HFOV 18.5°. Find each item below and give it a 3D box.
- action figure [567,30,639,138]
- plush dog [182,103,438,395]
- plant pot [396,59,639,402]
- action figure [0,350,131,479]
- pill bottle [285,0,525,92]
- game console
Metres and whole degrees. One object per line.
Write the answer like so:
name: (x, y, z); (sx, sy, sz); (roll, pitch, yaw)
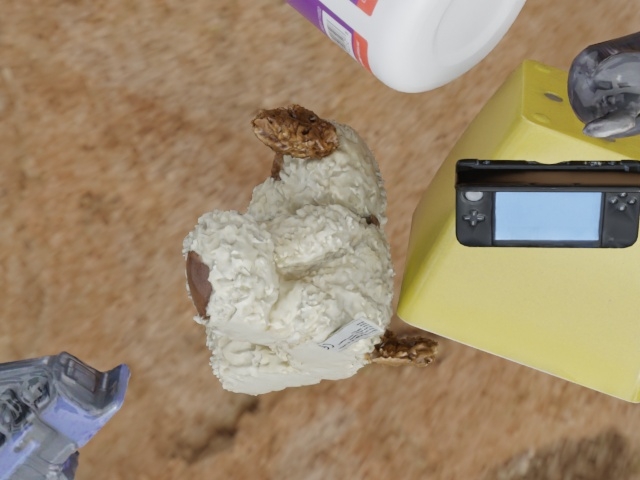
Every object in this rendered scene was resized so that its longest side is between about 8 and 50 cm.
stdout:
action figure: (0.154, -0.033, 0.348); (0.141, 0.276, 0.164); (-38, 127, -10)
plush dog: (0.000, 0.000, 1.711); (0.211, 0.262, 0.225); (1, 67, 6)
plant pot: (0.199, -0.025, 1.625); (0.212, 0.212, 0.187); (19, 116, -2)
action figure: (-0.217, 0.093, 0.876); (0.341, 0.178, 0.330); (-37, 103, 24)
pill bottle: (0.015, -0.278, 1.630); (0.323, 0.181, 0.181); (42, 109, 24)
game console: (0.147, -0.016, 1.264); (0.122, 0.071, 0.107); (1, 133, 5)
